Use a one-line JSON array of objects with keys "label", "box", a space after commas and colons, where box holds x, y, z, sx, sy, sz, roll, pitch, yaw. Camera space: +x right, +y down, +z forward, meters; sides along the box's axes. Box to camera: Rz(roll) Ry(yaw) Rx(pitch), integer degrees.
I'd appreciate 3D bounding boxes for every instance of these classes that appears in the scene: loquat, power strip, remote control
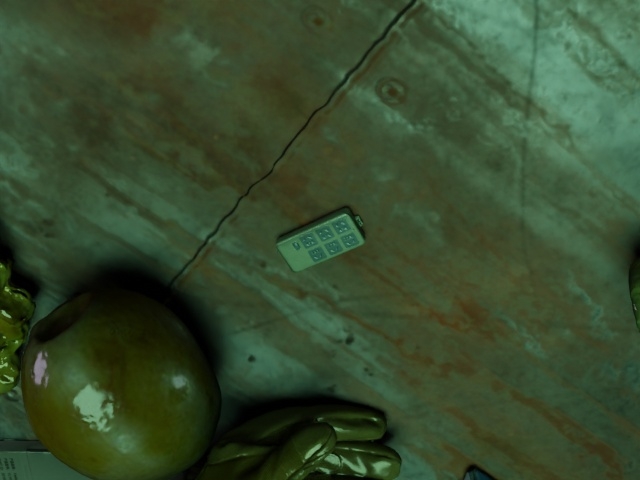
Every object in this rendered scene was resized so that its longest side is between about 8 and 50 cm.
[{"label": "loquat", "box": [-0.196, 0.152, 1.054, 0.179, 0.179, 0.227, -21, 125, 16]}, {"label": "power strip", "box": [0.000, 0.000, 1.036, 0.090, 0.016, 0.040, -24, 116, 17]}, {"label": "remote control", "box": [-0.275, 0.265, 1.212, 0.245, 0.022, 0.077, 0, 118, 5]}]

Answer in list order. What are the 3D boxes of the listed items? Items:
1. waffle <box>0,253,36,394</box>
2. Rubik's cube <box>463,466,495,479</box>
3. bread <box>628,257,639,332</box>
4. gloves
[{"label": "waffle", "box": [-0.442, 0.065, 1.075, 0.302, 0.068, 0.325, -9, 125, 7]}, {"label": "Rubik's cube", "box": [0.195, 0.344, 1.164, 0.211, 0.190, 0.178, -17, 101, 9]}, {"label": "bread", "box": [0.352, 0.053, 0.988, 0.114, 0.111, 0.129, -16, 133, 18]}, {"label": "gloves", "box": [-0.071, 0.274, 1.113, 0.331, 0.141, 0.154, -31, 120, -18]}]
